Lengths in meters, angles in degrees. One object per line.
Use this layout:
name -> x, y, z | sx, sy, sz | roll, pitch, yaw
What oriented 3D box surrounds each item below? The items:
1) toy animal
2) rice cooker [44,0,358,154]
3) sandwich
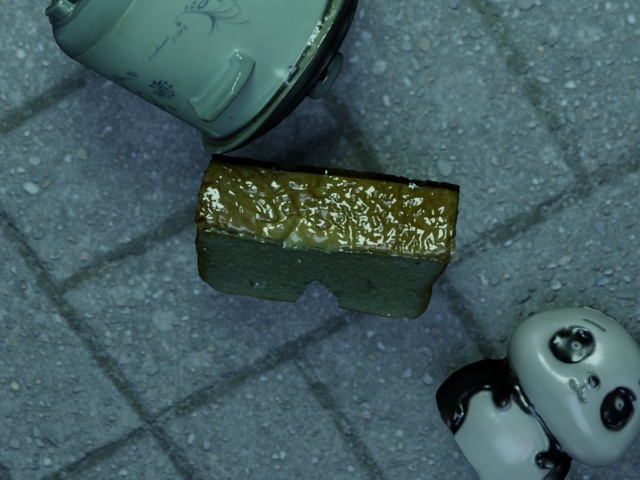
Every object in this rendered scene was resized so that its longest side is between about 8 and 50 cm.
toy animal -> 0.263, 0.181, 1.757 | 0.235, 0.165, 0.187 | -34, 88, 17
rice cooker -> -0.106, -0.239, 1.555 | 0.316, 0.317, 0.264 | 39, 125, -11
sandwich -> 0.000, 0.002, 1.679 | 0.273, 0.249, 0.095 | 7, 71, 0
